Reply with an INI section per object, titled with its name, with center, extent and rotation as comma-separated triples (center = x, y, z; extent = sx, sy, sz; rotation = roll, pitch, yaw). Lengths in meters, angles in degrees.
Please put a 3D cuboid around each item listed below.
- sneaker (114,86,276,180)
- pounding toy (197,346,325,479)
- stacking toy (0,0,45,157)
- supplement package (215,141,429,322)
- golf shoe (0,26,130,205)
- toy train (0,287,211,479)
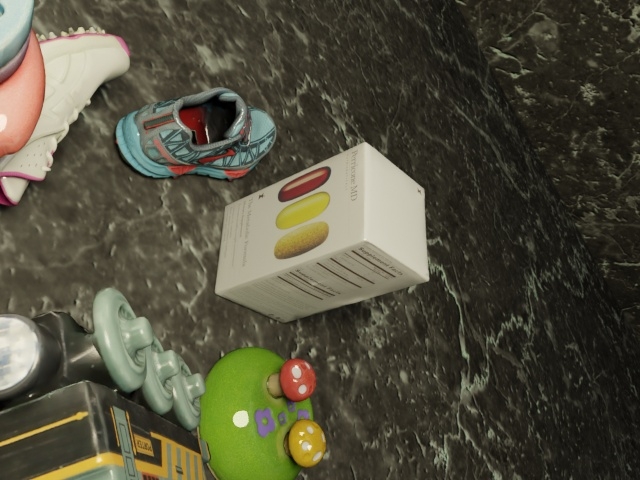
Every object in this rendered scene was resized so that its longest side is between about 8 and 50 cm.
[sneaker]
center = -0.125, -0.138, 0.830
extent = 0.261, 0.125, 0.104
rotation = -21, 91, -54
[pounding toy]
center = -0.055, 0.227, 0.757
extent = 0.183, 0.110, 0.237
rotation = 55, 38, -19
[stacking toy]
center = -0.355, -0.121, 0.412
extent = 0.308, 0.130, 0.280
rotation = 10, 67, -15
[supplement package]
center = 0.000, 0.000, 0.825
extent = 0.133, 0.244, 0.139
rotation = 30, 50, -42
[golf shoe]
center = -0.297, -0.115, 0.623
extent = 0.306, 0.115, 0.140
rotation = -41, 115, -45
[toy train]
center = -0.167, 0.170, 0.510
extent = 0.334, 0.142, 0.190
rotation = 81, -9, -65
